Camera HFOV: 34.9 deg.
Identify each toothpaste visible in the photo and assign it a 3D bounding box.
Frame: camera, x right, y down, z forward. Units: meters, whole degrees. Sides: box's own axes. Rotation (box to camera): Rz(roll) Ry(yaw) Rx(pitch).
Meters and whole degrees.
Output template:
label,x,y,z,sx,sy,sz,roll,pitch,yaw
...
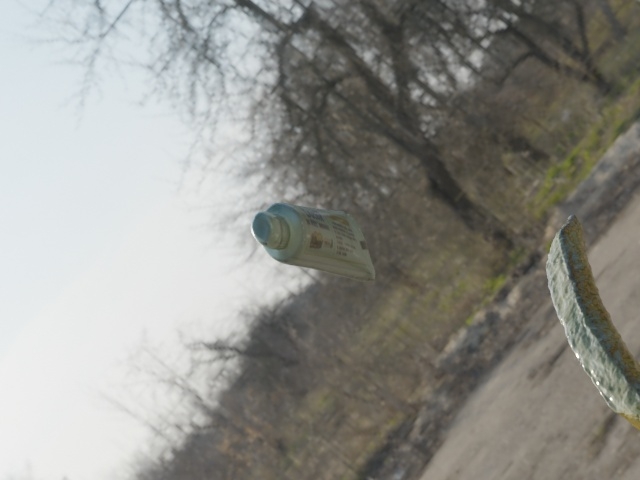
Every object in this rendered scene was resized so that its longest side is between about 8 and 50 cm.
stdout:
label,x,y,z,sx,sy,sz,roll,pitch,yaw
toothpaste,0.000,0.000,0.804,0.037,0.067,0.255,-24,-9,16

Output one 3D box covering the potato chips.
label,x,y,z,sx,sy,sz,roll,pitch,yaw
potato chips,0.356,0.102,1.326,0.407,0.080,0.057,-102,24,-50
